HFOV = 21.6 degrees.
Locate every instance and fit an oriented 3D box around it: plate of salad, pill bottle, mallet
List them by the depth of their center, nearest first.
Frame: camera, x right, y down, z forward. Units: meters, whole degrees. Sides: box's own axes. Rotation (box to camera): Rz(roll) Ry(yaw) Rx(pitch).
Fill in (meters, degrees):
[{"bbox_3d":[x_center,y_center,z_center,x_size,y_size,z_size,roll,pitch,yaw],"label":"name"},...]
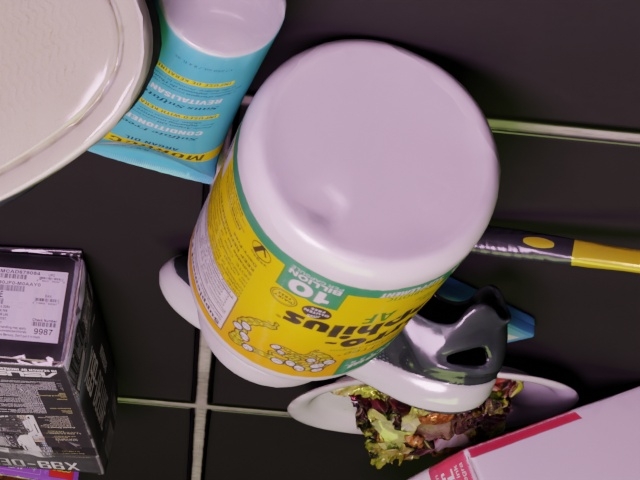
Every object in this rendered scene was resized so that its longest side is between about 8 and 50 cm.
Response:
[{"bbox_3d":[0.000,0.000,0.808,0.117,0.117,0.208,9,156,-12],"label":"pill bottle"},{"bbox_3d":[0.144,-0.001,0.898,0.190,0.062,0.039,15,158,13],"label":"mallet"},{"bbox_3d":[0.077,0.122,1.148,0.200,0.048,0.200,-1,162,0],"label":"plate of salad"}]

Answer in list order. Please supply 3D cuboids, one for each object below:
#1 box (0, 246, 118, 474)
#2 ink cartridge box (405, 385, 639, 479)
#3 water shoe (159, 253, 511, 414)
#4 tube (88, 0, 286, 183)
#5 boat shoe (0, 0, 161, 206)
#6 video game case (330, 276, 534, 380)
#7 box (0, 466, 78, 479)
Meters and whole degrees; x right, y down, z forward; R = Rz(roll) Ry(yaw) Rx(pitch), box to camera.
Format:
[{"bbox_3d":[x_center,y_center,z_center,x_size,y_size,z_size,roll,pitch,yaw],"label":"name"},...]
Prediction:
[{"bbox_3d":[-0.295,0.076,1.085,0.307,0.076,0.242,4,157,1],"label":"box"},{"bbox_3d":[0.134,0.195,1.187,0.172,0.100,0.237,-15,166,-28],"label":"ink cartridge box"},{"bbox_3d":[0.010,0.029,0.957,0.203,0.080,0.073,19,-159,6],"label":"water shoe"},{"bbox_3d":[-0.066,-0.069,0.755,0.080,0.052,0.207,20,160,-9],"label":"tube"},{"bbox_3d":[-0.195,-0.051,0.735,0.340,0.127,0.113,-21,175,27],"label":"boat shoe"},{"bbox_3d":[0.034,0.054,1.058,0.166,0.015,0.119,-18,148,40],"label":"video game case"},{"bbox_3d":[-0.331,0.195,1.391,0.201,0.057,0.293,13,155,-18],"label":"box"}]
